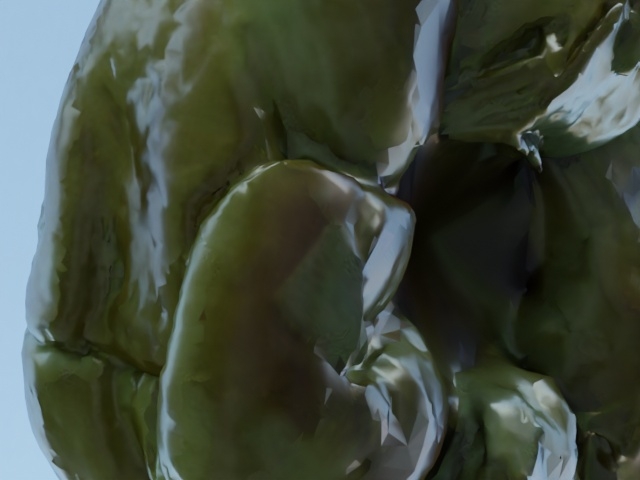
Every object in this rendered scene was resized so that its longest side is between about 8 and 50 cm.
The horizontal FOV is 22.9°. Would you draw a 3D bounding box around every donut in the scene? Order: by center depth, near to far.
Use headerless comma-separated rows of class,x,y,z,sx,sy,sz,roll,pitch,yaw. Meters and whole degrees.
donut,0.045,-0.003,0.661,0.360,0.170,0.360,-13,-72,-48
